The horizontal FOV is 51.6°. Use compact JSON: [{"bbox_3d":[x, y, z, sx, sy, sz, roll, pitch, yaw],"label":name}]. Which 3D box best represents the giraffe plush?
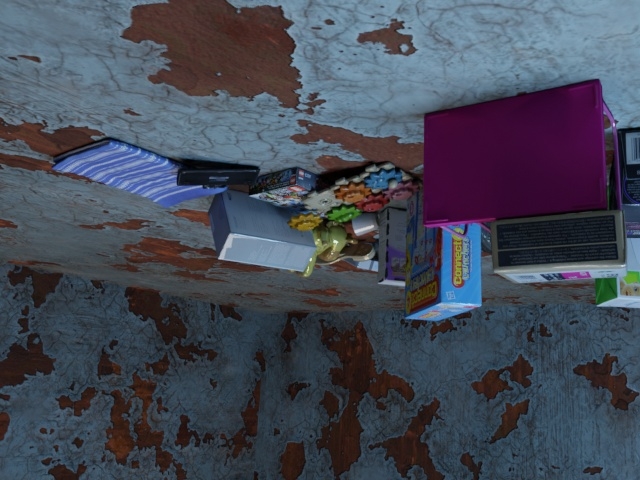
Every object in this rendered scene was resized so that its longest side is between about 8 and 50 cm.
[{"bbox_3d":[0.000,0.000,1.890,0.171,0.181,0.210,2,137,-46],"label":"giraffe plush"}]

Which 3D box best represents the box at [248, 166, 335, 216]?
[{"bbox_3d":[-0.034,-0.110,1.596,0.159,0.044,0.233,-9,162,42],"label":"box"}]

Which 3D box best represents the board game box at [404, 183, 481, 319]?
[{"bbox_3d":[0.270,0.015,1.497,0.086,0.301,0.308,5,166,-6],"label":"board game box"}]

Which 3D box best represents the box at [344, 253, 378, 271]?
[{"bbox_3d":[0.161,0.067,2.203,0.186,0.038,0.145,14,-171,-33],"label":"box"}]

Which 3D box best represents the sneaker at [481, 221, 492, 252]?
[{"bbox_3d":[0.478,-0.002,1.822,0.130,0.109,0.286,1,166,39],"label":"sneaker"}]

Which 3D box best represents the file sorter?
[{"bbox_3d":[0.347,-0.117,1.132,0.291,0.202,0.182,-6,166,33],"label":"file sorter"}]

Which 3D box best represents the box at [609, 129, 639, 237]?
[{"bbox_3d":[0.642,-0.100,1.256,0.165,0.143,0.270,1,167,20],"label":"box"}]

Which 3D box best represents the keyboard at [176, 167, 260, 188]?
[{"bbox_3d":[-0.233,-0.143,1.500,0.180,0.023,0.108,-2,162,-17],"label":"keyboard"}]

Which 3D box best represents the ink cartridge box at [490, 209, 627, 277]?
[{"bbox_3d":[0.395,0.017,1.081,0.193,0.088,0.235,-4,171,25],"label":"ink cartridge box"}]

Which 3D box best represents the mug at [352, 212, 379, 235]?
[{"bbox_3d":[0.126,-0.054,1.806,0.064,0.078,0.062,-11,130,21],"label":"mug"}]

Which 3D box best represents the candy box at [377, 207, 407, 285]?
[{"bbox_3d":[0.241,0.021,1.758,0.165,0.196,0.070,6,166,-12],"label":"candy box"}]

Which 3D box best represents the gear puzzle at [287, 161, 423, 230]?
[{"bbox_3d":[0.057,-0.081,1.532,0.339,0.044,0.175,-21,154,31],"label":"gear puzzle"}]

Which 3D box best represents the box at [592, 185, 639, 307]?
[{"bbox_3d":[0.748,0.019,1.485,0.231,0.261,0.127,4,167,2],"label":"box"}]

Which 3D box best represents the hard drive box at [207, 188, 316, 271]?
[{"bbox_3d":[-0.148,-0.028,1.657,0.232,0.181,0.089,11,127,-27],"label":"hard drive box"}]

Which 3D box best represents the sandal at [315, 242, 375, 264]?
[{"bbox_3d":[0.057,0.020,2.116,0.240,0.088,0.079,-4,133,35],"label":"sandal"}]

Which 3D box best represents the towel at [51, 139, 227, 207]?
[{"bbox_3d":[-0.413,-0.148,1.541,0.243,0.040,0.336,-8,162,38],"label":"towel"}]

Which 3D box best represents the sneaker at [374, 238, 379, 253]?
[{"bbox_3d":[0.227,0.029,2.114,0.089,0.051,0.170,3,164,21],"label":"sneaker"}]
